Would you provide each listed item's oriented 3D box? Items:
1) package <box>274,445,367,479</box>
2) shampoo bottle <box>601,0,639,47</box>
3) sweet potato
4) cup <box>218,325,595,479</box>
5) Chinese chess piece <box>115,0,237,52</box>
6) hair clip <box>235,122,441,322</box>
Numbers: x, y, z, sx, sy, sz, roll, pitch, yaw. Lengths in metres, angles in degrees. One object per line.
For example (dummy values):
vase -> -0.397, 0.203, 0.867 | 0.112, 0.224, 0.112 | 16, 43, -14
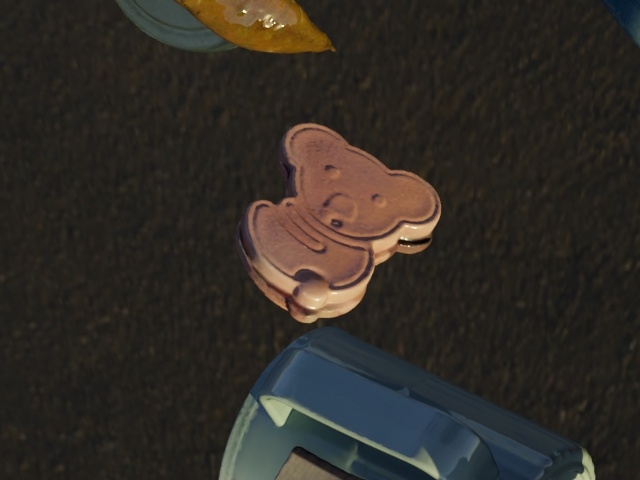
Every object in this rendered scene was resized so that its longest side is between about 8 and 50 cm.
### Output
package -> 0.041, 0.273, 1.033 | 0.251, 0.062, 0.204 | 29, 73, 8
shampoo bottle -> 0.378, -0.267, 1.005 | 0.331, 0.342, 0.331 | 17, 45, -18
sweet potato -> -0.098, -0.169, 0.760 | 0.274, 0.067, 0.067 | 42, 69, -15
cup -> 0.094, 0.234, 1.657 | 0.311, 0.331, 0.257 | 23, 38, 29
Chinese chess piece -> -0.126, -0.315, 1.753 | 0.238, 0.237, 0.092 | 21, 27, 14
hair clip -> 0.006, -0.009, 1.079 | 0.123, 0.138, 0.102 | 32, 103, 5
